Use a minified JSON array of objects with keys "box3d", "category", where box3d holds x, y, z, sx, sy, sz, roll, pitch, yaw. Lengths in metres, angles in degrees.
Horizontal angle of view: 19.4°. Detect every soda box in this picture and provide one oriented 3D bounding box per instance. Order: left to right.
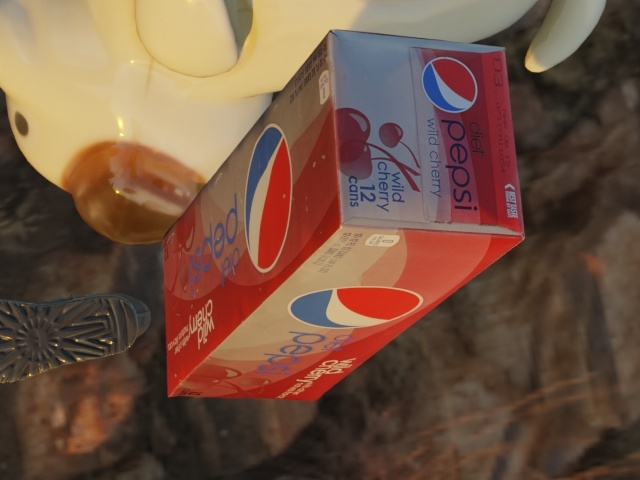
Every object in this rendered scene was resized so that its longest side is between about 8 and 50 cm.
[{"box3d":[0.000,0.000,0.867,0.083,0.263,0.092,3,70,-19],"category":"soda box"}]

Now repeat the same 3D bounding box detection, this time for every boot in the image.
[{"box3d":[-0.241,0.076,1.646,0.190,0.208,0.076,-1,95,-7],"category":"boot"}]

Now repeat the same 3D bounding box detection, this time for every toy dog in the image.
[{"box3d":[-0.049,-0.189,1.235,0.395,0.408,0.284,33,29,-44],"category":"toy dog"}]
